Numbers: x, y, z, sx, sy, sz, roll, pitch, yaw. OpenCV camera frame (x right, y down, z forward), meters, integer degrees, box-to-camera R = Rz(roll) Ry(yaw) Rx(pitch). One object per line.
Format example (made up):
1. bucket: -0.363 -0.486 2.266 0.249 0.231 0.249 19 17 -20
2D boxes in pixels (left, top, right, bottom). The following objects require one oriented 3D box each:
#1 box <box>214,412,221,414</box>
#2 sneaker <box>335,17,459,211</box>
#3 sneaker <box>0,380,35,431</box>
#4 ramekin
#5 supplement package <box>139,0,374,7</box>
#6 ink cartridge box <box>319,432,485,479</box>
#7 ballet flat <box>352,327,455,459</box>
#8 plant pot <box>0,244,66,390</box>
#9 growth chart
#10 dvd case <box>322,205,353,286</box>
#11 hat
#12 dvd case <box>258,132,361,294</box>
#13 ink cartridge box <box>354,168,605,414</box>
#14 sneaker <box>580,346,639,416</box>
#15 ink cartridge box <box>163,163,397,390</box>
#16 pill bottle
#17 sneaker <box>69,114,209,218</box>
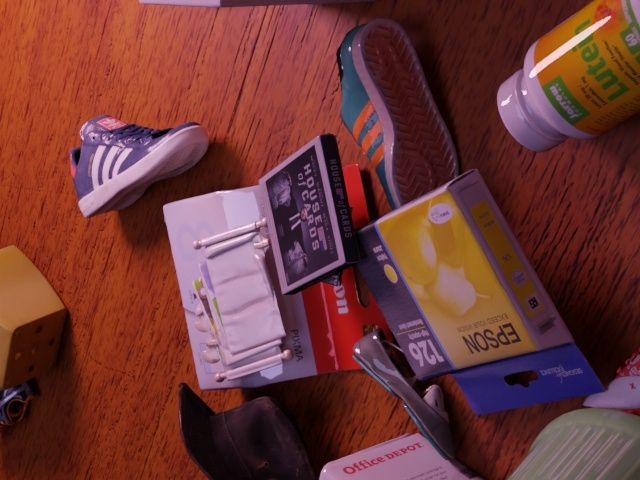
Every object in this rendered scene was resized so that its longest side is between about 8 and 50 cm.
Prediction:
1. box: -0.171 0.323 2.244 0.083 0.018 0.067 -5 95 46
2. sneaker: 0.100 -0.147 1.820 0.121 0.108 0.302 -8 98 66
3. sneaker: -0.640 0.344 2.693 0.083 0.084 0.215 49 128 22
4. ramekin: 0.336 0.363 1.568 0.303 0.148 0.303 27 134 31
5. supplement package: -0.080 -0.408 1.802 0.177 0.293 0.175 12 107 44
6. ink cartridge box: 0.149 0.392 1.794 0.273 0.198 0.115 31 120 39
7. ballet flat: 0.131 0.210 1.871 0.068 0.072 0.213 -43 74 2
8. plant pot: -0.607 0.163 2.545 0.187 0.212 0.212 28 118 25
9. growth chart: -0.126 0.094 2.034 0.172 0.021 0.237 -11 91 31
10. dvd case: 0.000 0.000 1.954 0.087 0.013 0.119 14 104 28
11. hat: -0.082 0.329 2.030 0.134 0.331 0.331 -33 70 6
12. dvd case: -0.019 -0.031 1.868 0.239 0.029 0.179 150 110 -65
13. ink cartridge box: 0.179 0.088 1.692 0.307 0.072 0.303 62 152 0
14. sneaker: 0.409 0.131 1.559 0.270 0.090 0.145 -21 72 52
15. ink cartridge box: -0.070 0.064 2.037 0.385 0.091 0.308 -10 91 48
16. pill bottle: 0.323 -0.200 1.539 0.246 0.136 0.136 -34 74 44
17. sneaker: -0.320 -0.155 2.221 0.350 0.131 0.148 -25 84 46
